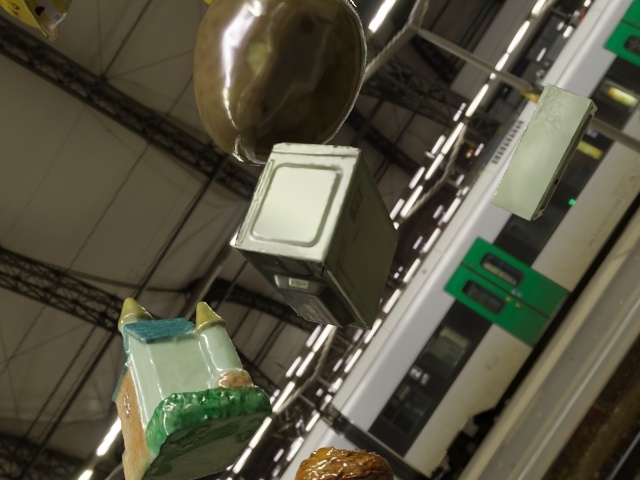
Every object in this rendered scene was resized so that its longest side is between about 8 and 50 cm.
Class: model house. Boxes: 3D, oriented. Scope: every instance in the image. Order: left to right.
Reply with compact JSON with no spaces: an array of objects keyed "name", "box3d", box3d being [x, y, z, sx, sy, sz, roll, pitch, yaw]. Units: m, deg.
[{"name":"model house","box3d":[-0.256,0.227,1.095,0.194,0.324,0.267,-5,-37,-36]}]

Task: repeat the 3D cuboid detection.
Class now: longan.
[{"name":"longan","box3d":[-0.084,-0.347,1.240,0.404,0.336,0.404,24,-90,-89]}]

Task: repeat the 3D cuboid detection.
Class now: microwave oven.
[{"name":"microwave oven","box3d":[0.000,0.000,0.758,0.163,0.129,0.205,-69,-28,-23]}]

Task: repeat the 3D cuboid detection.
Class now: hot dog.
[{"name":"hot dog","box3d":[0.025,0.259,0.597,0.065,0.099,0.147,-61,-39,-72]}]

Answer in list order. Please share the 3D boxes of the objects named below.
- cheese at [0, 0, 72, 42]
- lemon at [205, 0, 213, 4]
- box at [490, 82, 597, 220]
[{"name":"cheese","box3d":[-0.247,-0.238,0.487,0.064,0.156,0.250,-17,14,-3]},{"name":"lemon","box3d":[-0.213,-0.726,1.569,0.285,0.316,0.285,-48,-6,-6]},{"name":"box","box3d":[0.402,-0.154,1.119,0.129,0.086,0.225,-16,-49,-63]}]
